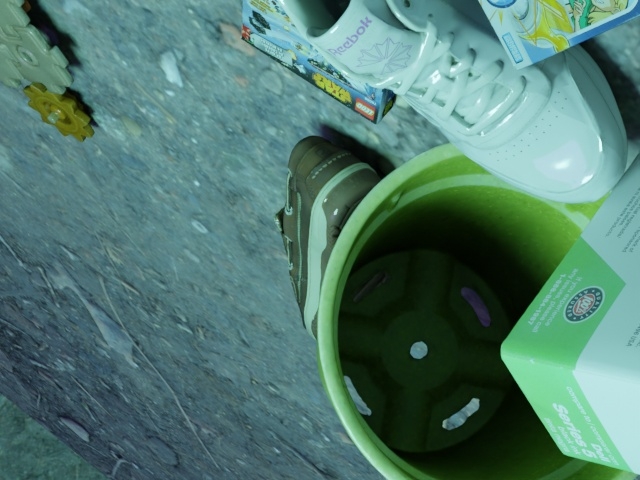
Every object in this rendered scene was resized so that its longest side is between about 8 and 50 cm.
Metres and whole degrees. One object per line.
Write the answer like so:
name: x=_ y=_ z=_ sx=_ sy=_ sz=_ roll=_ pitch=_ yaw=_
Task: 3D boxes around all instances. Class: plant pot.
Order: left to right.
plant pot: x=0.109 y=0.078 z=1.135 sx=0.276 sy=0.276 sz=0.254 roll=42 pitch=167 yaw=-4

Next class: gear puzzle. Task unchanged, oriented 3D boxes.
gear puzzle: x=-0.318 y=-0.223 z=1.448 sx=0.175 sy=0.044 sz=0.339 roll=12 pitch=146 yaw=43

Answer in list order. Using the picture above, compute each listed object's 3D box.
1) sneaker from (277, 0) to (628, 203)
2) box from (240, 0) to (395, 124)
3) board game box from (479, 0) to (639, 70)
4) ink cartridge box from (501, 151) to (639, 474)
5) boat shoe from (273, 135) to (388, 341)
sneaker: x=0.066 y=-0.118 z=0.940 sx=0.305 sy=0.152 sz=0.114 roll=41 pitch=125 yaw=-3
box: x=0.000 y=-0.158 z=1.124 sx=0.137 sy=0.027 sz=0.094 roll=34 pitch=153 yaw=13
board game box: x=0.113 y=-0.207 z=0.821 sx=0.201 sy=0.035 sz=0.136 roll=60 pitch=152 yaw=-6
ink cartridge box: x=0.281 y=0.053 z=0.882 sx=0.273 sy=0.198 sz=0.115 roll=10 pitch=142 yaw=48
boat shoe: x=0.006 y=-0.004 z=1.315 sx=0.095 sy=0.095 sz=0.257 roll=45 pitch=152 yaw=23
